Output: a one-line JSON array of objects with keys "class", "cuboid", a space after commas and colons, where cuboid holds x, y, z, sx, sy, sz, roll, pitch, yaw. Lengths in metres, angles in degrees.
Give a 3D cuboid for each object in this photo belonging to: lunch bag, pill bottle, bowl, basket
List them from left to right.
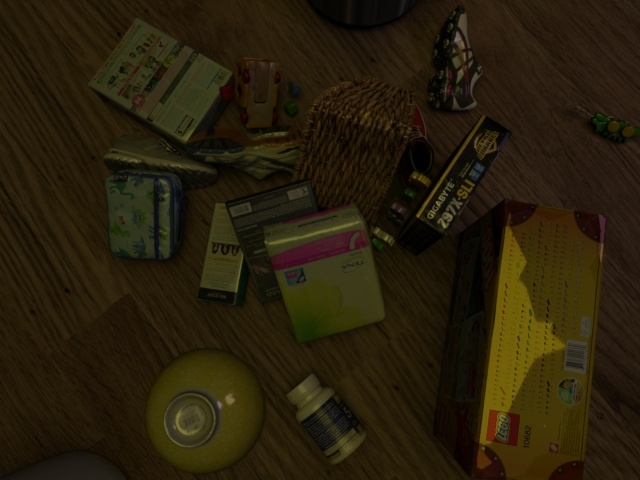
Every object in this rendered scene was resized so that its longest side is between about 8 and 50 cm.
[{"class": "lunch bag", "cuboid": [-0.425, -0.063, 1.251, 0.176, 0.090, 0.219, 7, 106, 2]}, {"class": "bowl", "cuboid": [-0.279, 0.397, 1.173, 0.289, 0.156, 0.289, 0, 81, 2]}, {"class": "pill bottle", "cuboid": [0.009, 0.405, 1.184, 0.112, 0.112, 0.187, -39, 82, -5]}, {"class": "basket", "cuboid": [0.071, -0.224, 1.184, 0.223, 0.299, 0.213, 15, 47, 0]}]

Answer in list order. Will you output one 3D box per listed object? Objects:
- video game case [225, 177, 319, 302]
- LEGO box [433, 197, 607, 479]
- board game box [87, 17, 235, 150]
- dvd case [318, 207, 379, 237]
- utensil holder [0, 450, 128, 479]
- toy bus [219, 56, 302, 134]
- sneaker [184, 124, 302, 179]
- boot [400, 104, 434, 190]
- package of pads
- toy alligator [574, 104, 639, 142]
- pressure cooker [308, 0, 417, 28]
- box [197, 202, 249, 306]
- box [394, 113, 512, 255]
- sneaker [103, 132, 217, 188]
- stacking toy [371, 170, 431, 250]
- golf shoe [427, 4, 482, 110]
[{"class": "video game case", "cuboid": [-0.084, 0.007, 1.194, 0.196, 0.026, 0.274, -16, 119, -1]}, {"class": "LEGO box", "cuboid": [0.394, 0.205, 1.075, 0.193, 0.372, 0.500, 10, 81, 4]}, {"class": "board game box", "cuboid": [-0.405, -0.400, 1.338, 0.303, 0.097, 0.224, 32, 82, 5]}, {"class": "dvd case", "cuboid": [0.000, 0.000, 1.297, 0.180, 0.022, 0.253, 43, 84, 7]}, {"class": "utensil holder", "cuboid": [-0.591, 0.620, 1.029, 0.327, 0.385, 0.328, 0, 81, 1]}, {"class": "toy bus", "cuboid": [-0.171, -0.371, 1.318, 0.202, 0.191, 0.104, -47, 42, -5]}, {"class": "sneaker", "cuboid": [-0.184, -0.204, 1.277, 0.296, 0.131, 0.112, 0, 45, -1]}, {"class": "boot", "cuboid": [0.229, -0.260, 1.256, 0.088, 0.176, 0.244, -7, 79, 2]}, {"class": "package of pads", "cuboid": [0.018, 0.077, 1.177, 0.229, 0.101, 0.297, -15, 119, 0]}, {"class": "toy alligator", "cuboid": [0.729, -0.290, 1.311, 0.189, 0.056, 0.051, 21, 122, 5]}, {"class": "pressure cooker", "cuboid": [0.110, -0.762, 1.218, 0.375, 0.420, 0.370, -39, 81, -5]}, {"class": "box", "cuboid": [-0.226, 0.035, 1.271, 0.100, 0.060, 0.244, 7, 81, 14]}, {"class": "box", "cuboid": [0.283, -0.107, 1.155, 0.079, 0.322, 0.257, 35, 84, 6]}, {"class": "sneaker", "cuboid": [-0.396, -0.214, 1.303, 0.281, 0.105, 0.115, 13, 63, -4]}, {"class": "stacking toy", "cuboid": [0.183, -0.057, 1.201, 0.052, 0.221, 0.167, 34, 85, 7]}, {"class": "golf shoe", "cuboid": [0.356, -0.468, 1.337, 0.120, 0.105, 0.273, 10, 87, -13]}]
